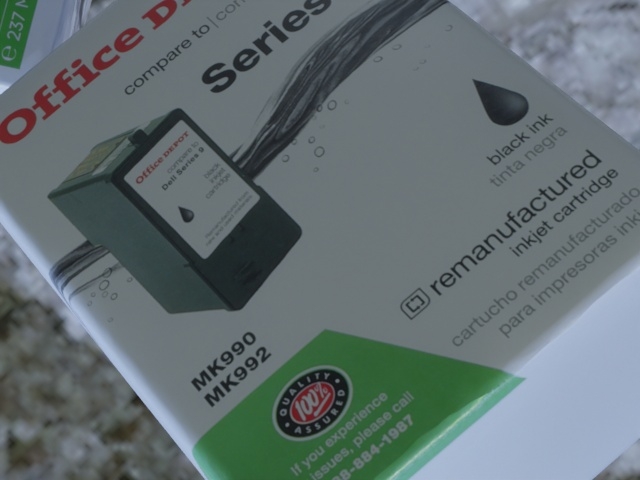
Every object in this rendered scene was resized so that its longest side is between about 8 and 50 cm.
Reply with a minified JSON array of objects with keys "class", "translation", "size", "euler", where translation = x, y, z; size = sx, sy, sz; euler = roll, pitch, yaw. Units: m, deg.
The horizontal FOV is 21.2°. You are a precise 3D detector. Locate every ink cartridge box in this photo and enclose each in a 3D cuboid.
[{"class":"ink cartridge box","translation":[0.000,0.000,0.744],"size":[0.211,0.121,0.289],"euler":[-40,-126,-7]}]

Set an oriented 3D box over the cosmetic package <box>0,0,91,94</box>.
[{"class":"cosmetic package","translation":[-0.325,-0.181,1.043],"size":[0.155,0.366,0.197],"euler":[114,-14,-71]}]
